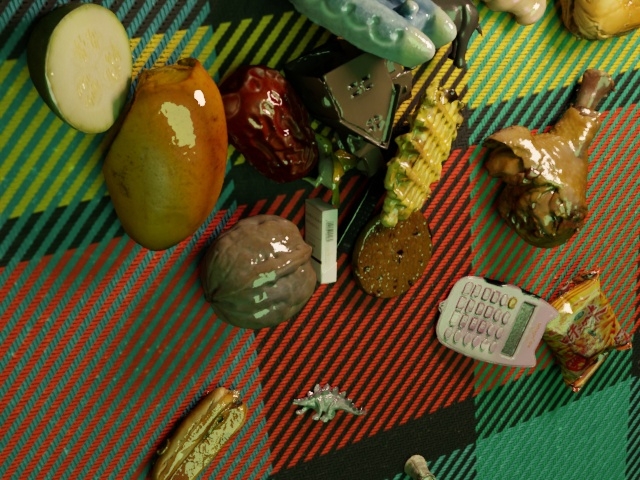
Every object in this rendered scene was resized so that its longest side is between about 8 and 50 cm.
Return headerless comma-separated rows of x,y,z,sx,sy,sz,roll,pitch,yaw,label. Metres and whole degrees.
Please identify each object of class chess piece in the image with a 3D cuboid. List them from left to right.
0.343,-0.528,1.751,0.307,0.124,0.138,37,59,-37,chess piece

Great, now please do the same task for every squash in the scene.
-0.353,-0.269,1.381,0.189,0.260,0.189,-8,110,-24,squash

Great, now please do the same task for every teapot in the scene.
0.240,0.556,2.123,0.057,0.083,0.067,-34,124,-7,teapot

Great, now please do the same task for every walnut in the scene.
-0.116,0.060,1.678,0.224,0.224,0.224,-10,113,-25,walnut

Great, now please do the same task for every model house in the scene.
0.080,-0.243,1.648,0.204,0.211,0.243,-30,116,-13,model house

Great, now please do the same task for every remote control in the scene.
0.097,-0.084,1.822,0.245,0.025,0.063,-61,153,4,remote control

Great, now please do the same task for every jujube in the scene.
-0.096,-0.207,1.612,0.155,0.155,0.230,-44,132,-7,jujube

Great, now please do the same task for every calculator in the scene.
0.399,0.187,2.069,0.294,0.043,0.194,19,101,-18,calculator

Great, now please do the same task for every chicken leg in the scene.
0.498,-0.201,1.936,0.295,0.182,0.409,26,92,-17,chicken leg

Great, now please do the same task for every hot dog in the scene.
-0.253,0.408,1.809,0.269,0.072,0.109,-47,121,-6,hot dog

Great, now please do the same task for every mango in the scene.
-0.266,-0.131,1.516,0.201,0.199,0.350,-17,126,-41,mango

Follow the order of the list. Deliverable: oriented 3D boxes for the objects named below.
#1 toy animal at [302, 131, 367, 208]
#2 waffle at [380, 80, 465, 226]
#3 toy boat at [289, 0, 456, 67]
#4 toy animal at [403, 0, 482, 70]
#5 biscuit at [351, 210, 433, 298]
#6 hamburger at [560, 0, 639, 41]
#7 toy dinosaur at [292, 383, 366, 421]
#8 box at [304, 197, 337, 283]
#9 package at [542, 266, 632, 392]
0.004,-0.143,1.726,0.155,0.219,0.095,40,107,3,toy animal
0.205,-0.177,1.739,0.312,0.060,0.307,-43,153,-52,waffle
0.082,-0.431,1.535,0.215,0.330,0.123,-43,163,-49,toy boat
0.193,-0.410,1.713,0.245,0.114,0.146,-12,124,-22,toy animal
0.152,0.025,1.890,0.212,0.036,0.212,-14,117,-28,biscuit
0.639,-0.561,1.862,0.319,0.158,0.318,-11,116,-24,hamburger
0.028,0.362,1.960,0.209,0.039,0.082,18,98,-33,toy dinosaur
0.000,0.000,1.778,0.040,0.084,0.154,-11,113,-27,box
0.633,0.216,2.192,0.223,0.108,0.288,-36,113,-5,package
